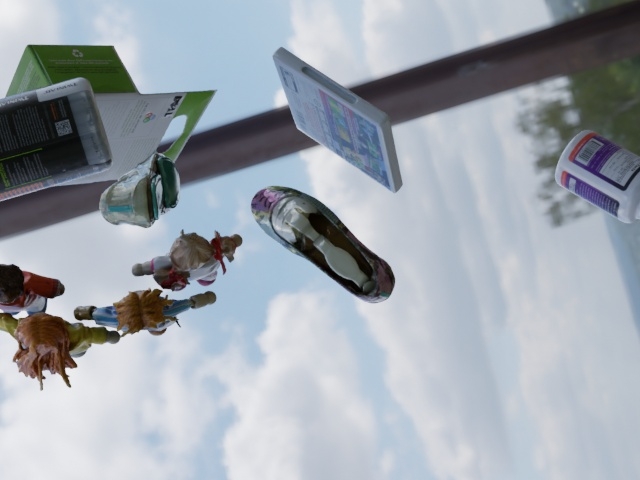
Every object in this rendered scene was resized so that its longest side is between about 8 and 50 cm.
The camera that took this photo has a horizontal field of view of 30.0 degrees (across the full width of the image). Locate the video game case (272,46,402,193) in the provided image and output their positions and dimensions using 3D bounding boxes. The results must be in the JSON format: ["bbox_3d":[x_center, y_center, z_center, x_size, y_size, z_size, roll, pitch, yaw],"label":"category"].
[{"bbox_3d":[0.026,-0.159,1.600,0.183,0.023,0.201,36,166,21],"label":"video game case"}]

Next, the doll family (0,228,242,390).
[{"bbox_3d":[-0.192,0.068,1.082,0.163,0.263,0.118,123,136,-79],"label":"doll family"}]

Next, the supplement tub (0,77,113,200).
[{"bbox_3d":[-0.350,-0.115,1.411,0.117,0.190,0.117,164,90,-81],"label":"supplement tub"}]

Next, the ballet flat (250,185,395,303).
[{"bbox_3d":[0.000,0.000,1.500,0.221,0.077,0.079,39,-177,11],"label":"ballet flat"}]

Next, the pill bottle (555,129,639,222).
[{"bbox_3d":[0.498,-0.095,1.982,0.193,0.108,0.108,35,174,29],"label":"pill bottle"}]

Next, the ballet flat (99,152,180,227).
[{"bbox_3d":[-0.158,-0.045,1.034,0.168,0.052,0.057,-84,-12,-82],"label":"ballet flat"}]

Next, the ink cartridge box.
[{"bbox_3d":[-0.300,-0.172,1.645,0.255,0.189,0.097,-9,-123,-41],"label":"ink cartridge box"}]
